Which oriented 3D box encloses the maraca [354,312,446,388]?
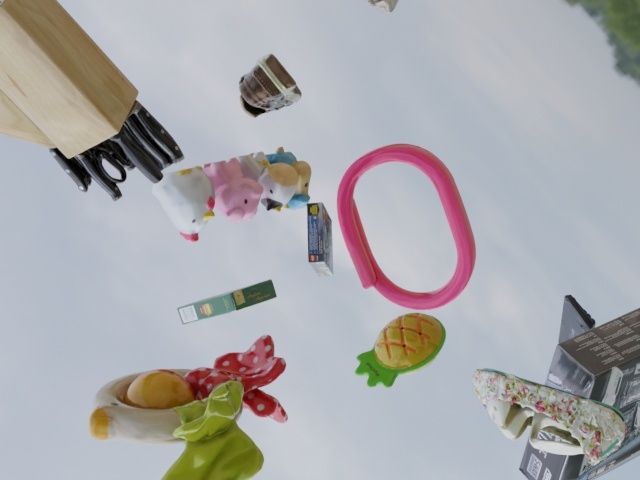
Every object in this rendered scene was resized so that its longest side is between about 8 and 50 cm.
[{"bbox_3d":[0.149,0.204,2.281,0.127,0.186,0.099,39,161,49],"label":"maraca"}]

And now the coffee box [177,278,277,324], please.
[{"bbox_3d":[-0.185,0.123,2.421,0.113,0.184,0.040,-16,-91,-44],"label":"coffee box"}]

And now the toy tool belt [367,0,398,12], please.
[{"bbox_3d":[0.078,-0.321,1.492,0.051,0.083,0.052,24,180,-23],"label":"toy tool belt"}]

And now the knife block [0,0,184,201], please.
[{"bbox_3d":[-0.286,-0.180,1.539,0.242,0.275,0.088,14,-135,1],"label":"knife block"}]

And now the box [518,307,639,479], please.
[{"bbox_3d":[0.435,0.206,1.723,0.307,0.242,0.076,-18,-136,-32],"label":"box"}]

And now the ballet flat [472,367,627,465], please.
[{"bbox_3d":[0.269,0.219,1.537,0.241,0.077,0.091,11,150,49],"label":"ballet flat"}]

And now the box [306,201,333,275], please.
[{"bbox_3d":[0.000,0.000,1.929,0.137,0.027,0.094,59,-151,-77],"label":"box"}]

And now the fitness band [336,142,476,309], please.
[{"bbox_3d":[0.144,-0.020,2.061,0.054,0.209,0.290,-48,-61,-68],"label":"fitness band"}]

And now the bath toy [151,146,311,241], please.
[{"bbox_3d":[-0.151,-0.084,2.185,0.348,0.151,0.129,-18,-82,-55],"label":"bath toy"}]

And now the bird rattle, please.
[{"bbox_3d":[-0.145,0.172,1.356,0.207,0.143,0.253,3,-158,4],"label":"bird rattle"}]

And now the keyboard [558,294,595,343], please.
[{"bbox_3d":[0.453,0.174,2.128,0.108,0.023,0.180,59,170,32],"label":"keyboard"}]

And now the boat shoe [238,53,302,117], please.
[{"bbox_3d":[-0.096,-0.252,2.045,0.095,0.095,0.257,50,-178,2],"label":"boat shoe"}]
